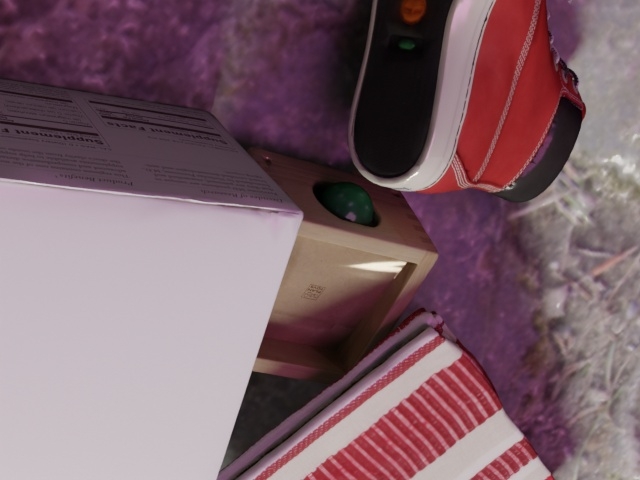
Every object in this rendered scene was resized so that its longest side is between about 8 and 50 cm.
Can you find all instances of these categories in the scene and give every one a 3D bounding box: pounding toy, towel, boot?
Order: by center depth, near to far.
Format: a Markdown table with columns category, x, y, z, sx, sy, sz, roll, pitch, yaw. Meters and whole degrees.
| category | x | y | z | sx | sy | sz | roll | pitch | yaw |
| --- | --- | --- | --- | --- | --- | --- | --- | --- | --- |
| boot | 0.115 | -0.144 | 0.875 | 0.176 | 0.088 | 0.244 | 3 | 105 | -49 |
| pounding toy | 0.000 | 0.000 | 0.888 | 0.130 | 0.100 | 0.141 | 13 | 120 | -32 |
| towel | 0.038 | 0.192 | 0.991 | 0.237 | 0.037 | 0.329 | -39 | 141 | -1 |

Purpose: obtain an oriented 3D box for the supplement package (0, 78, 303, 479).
| category | x | y | z | sx | sy | sz | roll | pitch | yaw |
| --- | --- | --- | --- | --- | --- | --- | --- | --- | --- |
| supplement package | -0.176 | 0.032 | 0.772 | 0.262 | 0.145 | 0.204 | 7 | 113 | -29 |
